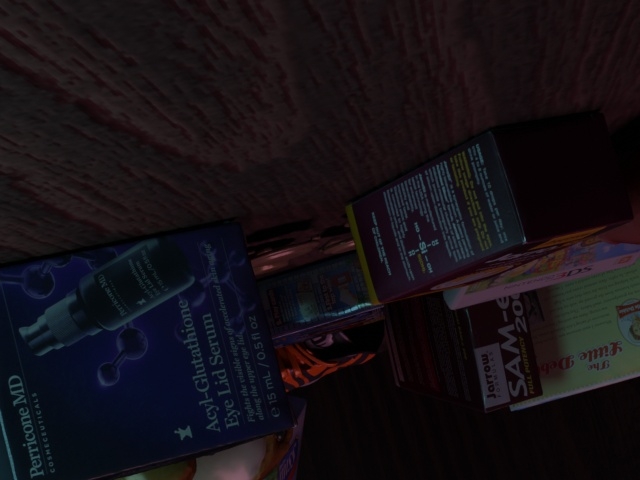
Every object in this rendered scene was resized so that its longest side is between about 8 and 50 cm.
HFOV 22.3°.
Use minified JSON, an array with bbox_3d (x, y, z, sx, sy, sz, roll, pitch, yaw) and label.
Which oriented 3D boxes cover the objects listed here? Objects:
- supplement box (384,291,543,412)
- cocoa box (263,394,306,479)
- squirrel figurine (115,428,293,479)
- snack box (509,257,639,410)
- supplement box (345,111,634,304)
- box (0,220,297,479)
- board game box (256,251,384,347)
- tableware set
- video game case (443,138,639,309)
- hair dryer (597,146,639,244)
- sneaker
[{"bbox_3d":[0.143,0.100,1.742,0.073,0.130,0.239,-15,-173,-18],"label":"supplement box"},{"bbox_3d":[-0.178,0.321,1.810,0.231,0.228,0.347,14,-152,11],"label":"cocoa box"},{"bbox_3d":[-0.228,0.193,1.394,0.397,0.281,0.370,0,-152,45],"label":"squirrel figurine"},{"bbox_3d":[0.313,0.049,1.684,0.322,0.187,0.060,-21,172,36],"label":"snack box"},{"bbox_3d":[0.115,-0.019,1.149,0.104,0.081,0.188,-11,171,-33],"label":"supplement box"},{"bbox_3d":[-0.143,0.086,1.114,0.207,0.153,0.108,-13,172,-29],"label":"box"},{"bbox_3d":[-0.036,0.070,1.599,0.194,0.060,0.194,-15,173,0],"label":"board game box"},{"bbox_3d":[0.000,0.000,1.301,0.168,0.020,0.141,-15,175,-17],"label":"tableware set"},{"bbox_3d":[0.219,-0.017,1.376,0.193,0.023,0.212,-13,154,-20],"label":"video game case"},{"bbox_3d":[0.328,-0.060,1.231,0.293,0.080,0.223,-25,167,31],"label":"hair dryer"},{"bbox_3d":[-0.063,0.117,1.759,0.321,0.125,0.180,-24,176,-41],"label":"sneaker"}]
